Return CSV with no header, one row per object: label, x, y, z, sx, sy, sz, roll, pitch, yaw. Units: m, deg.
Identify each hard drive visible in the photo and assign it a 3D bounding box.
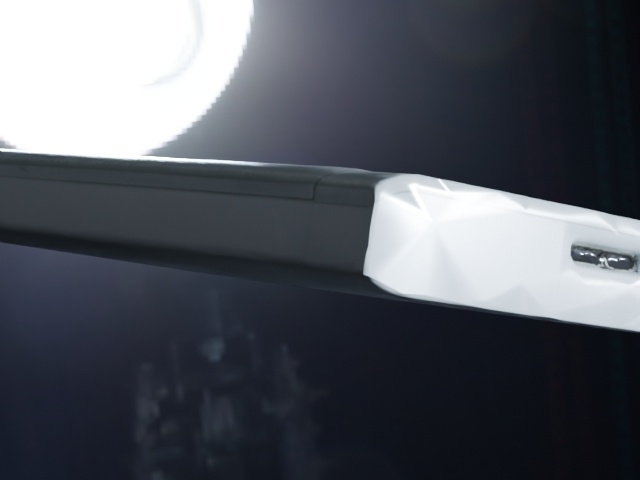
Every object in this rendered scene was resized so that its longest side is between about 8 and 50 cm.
hard drive,0.000,0.000,0.685,0.203,0.040,0.307,10,178,-38
